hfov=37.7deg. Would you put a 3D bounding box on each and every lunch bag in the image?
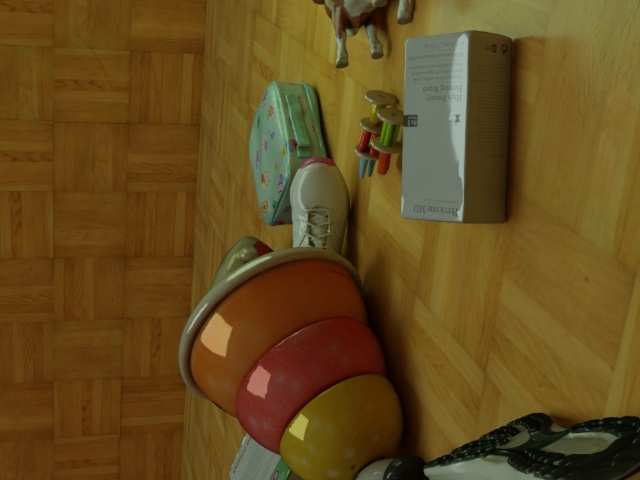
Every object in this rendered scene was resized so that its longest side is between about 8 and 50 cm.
[{"bbox_3d":[-0.063,-0.179,1.944,0.224,0.107,0.279,121,143,-51],"label":"lunch bag"}]

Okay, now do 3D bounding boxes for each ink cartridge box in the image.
[{"bbox_3d":[-0.075,0.415,1.648,0.154,0.093,0.212,-65,26,12],"label":"ink cartridge box"}]

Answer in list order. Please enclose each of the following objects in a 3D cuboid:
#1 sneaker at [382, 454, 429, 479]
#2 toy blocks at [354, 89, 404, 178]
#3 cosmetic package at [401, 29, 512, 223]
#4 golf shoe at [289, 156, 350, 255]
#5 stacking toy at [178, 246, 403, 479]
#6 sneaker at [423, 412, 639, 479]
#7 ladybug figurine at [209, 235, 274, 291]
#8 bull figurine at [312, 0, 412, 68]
[{"bbox_3d":[0.175,0.411,1.221,0.162,0.106,0.282,-43,60,61],"label":"sneaker"},{"bbox_3d":[0.094,-0.152,1.520,0.123,0.054,0.148,-114,29,-53],"label":"toy blocks"},{"bbox_3d":[0.169,-0.138,1.175,0.117,0.085,0.231,6,96,52],"label":"cosmetic package"},{"bbox_3d":[0.000,0.000,1.713,0.140,0.115,0.306,-96,6,-59],"label":"golf shoe"},{"bbox_3d":[0.012,0.273,1.490,0.480,0.350,0.351,52,142,39],"label":"stacking toy"},{"bbox_3d":[0.232,0.289,0.968,0.410,0.158,0.182,144,107,-75],"label":"sneaker"},{"bbox_3d":[-0.163,0.179,2.099,0.449,0.161,0.305,102,-172,-50],"label":"ladybug figurine"},{"bbox_3d":[0.068,-0.401,1.528,0.310,0.101,0.189,124,138,-65],"label":"bull figurine"}]
